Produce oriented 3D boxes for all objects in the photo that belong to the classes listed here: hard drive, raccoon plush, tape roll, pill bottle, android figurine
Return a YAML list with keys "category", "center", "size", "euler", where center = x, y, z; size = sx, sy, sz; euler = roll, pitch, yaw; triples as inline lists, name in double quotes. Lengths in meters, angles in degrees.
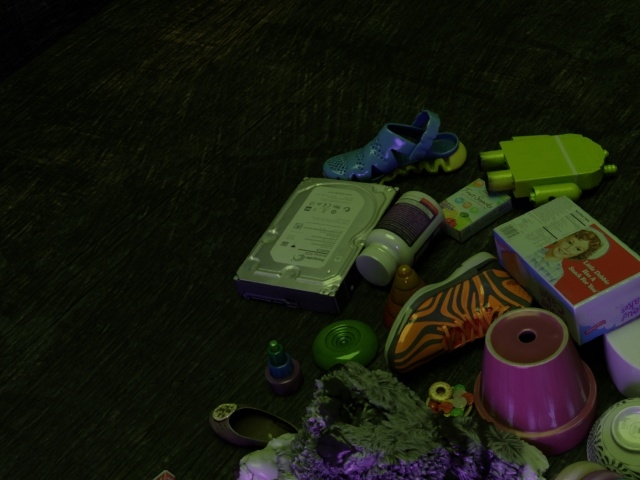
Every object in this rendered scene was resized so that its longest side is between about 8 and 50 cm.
- category: "hard drive"
  center: [0.000, 0.000, 2.090]
  size: [0.237, 0.064, 0.339]
  euler: [9, 46, 28]
- category: "raccoon plush"
  center: [0.089, 0.396, 1.558]
  size: [0.447, 0.299, 0.216]
  euler: [25, 30, 0]
- category: "tape roll"
  center: [0.610, 0.157, 1.661]
  size: [0.286, 0.100, 0.286]
  euler: [-10, 39, 8]
- category: "pill bottle"
  center: [0.155, -0.001, 2.000]
  size: [0.108, 0.108, 0.193]
  euler: [16, 49, 34]
- category: "android figurine"
  center: [0.470, -0.154, 2.093]
  size: [0.273, 0.056, 0.248]
  euler: [-6, 34, -2]

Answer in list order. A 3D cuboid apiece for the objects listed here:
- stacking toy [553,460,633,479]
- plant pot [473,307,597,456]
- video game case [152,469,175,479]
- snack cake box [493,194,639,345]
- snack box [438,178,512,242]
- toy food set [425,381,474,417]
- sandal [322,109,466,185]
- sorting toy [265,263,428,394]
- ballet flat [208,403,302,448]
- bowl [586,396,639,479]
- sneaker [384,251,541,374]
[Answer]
- category: "stacking toy"
  center: [0.454, 0.390, 1.322]
  size: [0.141, 0.141, 0.330]
  euler: [-39, 22, -25]
- category: "plant pot"
  center: [0.339, 0.215, 1.624]
  size: [0.201, 0.180, 0.201]
  euler: [-10, 40, 9]
- category: "video game case"
  center: [-0.302, 0.499, 1.519]
  size: [0.204, 0.025, 0.285]
  euler: [-41, 24, 15]
- category: "snack cake box"
  center: [0.427, 0.043, 1.719]
  size: [0.152, 0.089, 0.264]
  euler: [-24, 36, -8]
- category: "snack box"
  center: [0.307, -0.063, 2.075]
  size: [0.141, 0.037, 0.100]
  euler: [-31, 43, -19]
- category: "toy food set"
  center: [0.219, 0.276, 1.718]
  size: [0.083, 0.020, 0.083]
  euler: [4, 43, 23]
- category: "sandal"
  center: [0.154, -0.202, 2.218]
  size: [0.318, 0.138, 0.126]
  euler: [-16, 41, 3]
- category: "sorting toy"
  center: [0.056, 0.147, 1.846]
  size: [0.366, 0.126, 0.127]
  euler: [-26, 40, -13]
- category: "ballet flat"
  center: [-0.093, 0.326, 1.738]
  size: [0.250, 0.058, 0.084]
  euler: [17, 49, 34]
- category: "bowl"
  center: [0.482, 0.298, 1.525]
  size: [0.170, 0.080, 0.170]
  euler: [-13, 50, 16]
- category: "sneaker"
  center: [0.268, 0.142, 1.778]
  size: [0.321, 0.124, 0.180]
  euler: [-39, 43, -26]
